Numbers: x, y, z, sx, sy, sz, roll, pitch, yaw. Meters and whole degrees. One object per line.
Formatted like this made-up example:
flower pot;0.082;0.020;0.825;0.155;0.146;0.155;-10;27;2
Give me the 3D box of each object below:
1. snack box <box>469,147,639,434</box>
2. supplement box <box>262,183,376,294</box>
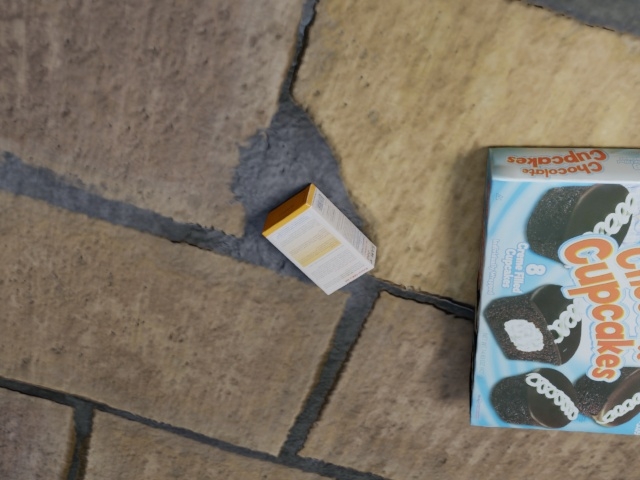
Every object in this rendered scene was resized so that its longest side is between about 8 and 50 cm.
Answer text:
snack box;0.247;0.061;0.735;0.187;0.060;0.322;1;128;8
supplement box;0.000;0.000;0.744;0.062;0.036;0.098;-32;116;29
